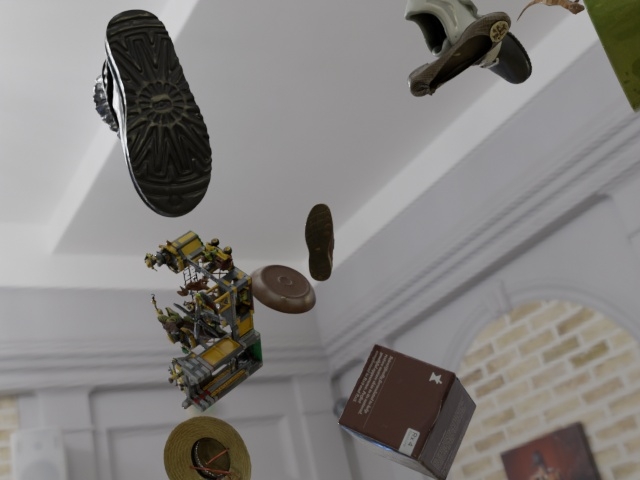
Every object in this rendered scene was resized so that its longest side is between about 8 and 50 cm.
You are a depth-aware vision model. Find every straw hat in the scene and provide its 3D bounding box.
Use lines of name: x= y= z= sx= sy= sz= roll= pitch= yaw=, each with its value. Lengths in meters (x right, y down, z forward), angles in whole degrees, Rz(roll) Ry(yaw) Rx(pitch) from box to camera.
straw hat: x=-0.165 y=0.332 z=1.288 sx=0.144 sy=0.145 sz=0.061 roll=-19 pitch=1 yaw=11

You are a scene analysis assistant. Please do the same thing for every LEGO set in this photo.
LEGO set: x=-0.253 y=0.165 z=1.604 sx=0.192 sy=0.255 sz=0.331 roll=-35 pitch=-32 yaw=-34

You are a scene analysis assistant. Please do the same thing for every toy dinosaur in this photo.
toy dinosaur: x=0.565 y=-0.595 z=2.052 sx=0.064 sy=0.211 sz=0.112 roll=41 pitch=-96 yaw=-29

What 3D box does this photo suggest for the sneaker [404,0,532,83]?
sneaker: x=0.311 y=-0.425 z=1.824 sx=0.330 sy=0.146 sz=0.122 roll=37 pitch=-23 yaw=-13

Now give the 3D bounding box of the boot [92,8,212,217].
boot: x=-0.284 y=-0.179 z=1.392 sx=0.131 sy=0.348 sz=0.260 roll=-8 pitch=-12 yaw=-22

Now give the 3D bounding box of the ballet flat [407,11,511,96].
ballet flat: x=0.290 y=-0.377 z=1.729 sx=0.250 sy=0.058 sz=0.084 roll=-34 pitch=-47 yaw=14

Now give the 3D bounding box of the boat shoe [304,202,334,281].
boat shoe: x=0.000 y=0.000 z=1.893 sx=0.064 sy=0.178 sz=0.060 roll=1 pitch=14 yaw=9

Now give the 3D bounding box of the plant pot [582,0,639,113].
plant pot: x=0.566 y=-0.380 z=1.270 sx=0.293 sy=0.275 sz=0.274 roll=-24 pitch=-26 yaw=23

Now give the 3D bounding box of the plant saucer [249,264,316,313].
plant saucer: x=-0.100 y=0.123 z=2.281 sx=0.198 sy=0.199 sz=0.036 roll=2 pitch=-54 yaw=-32

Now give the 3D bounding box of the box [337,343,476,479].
box: x=0.165 y=0.321 z=1.546 sx=0.167 sy=0.168 sz=0.203 roll=18 pitch=-19 yaw=30
